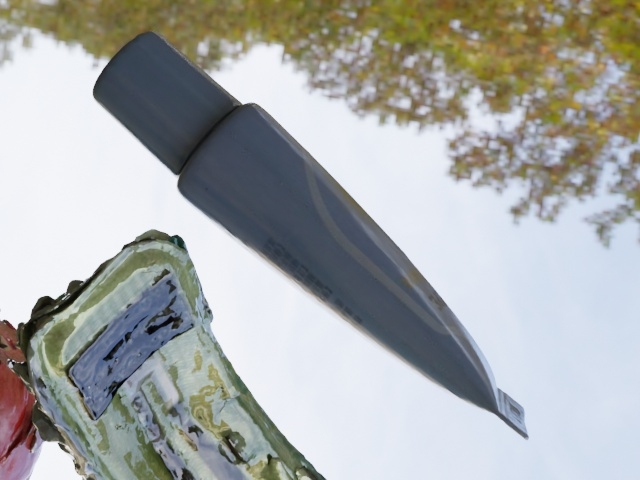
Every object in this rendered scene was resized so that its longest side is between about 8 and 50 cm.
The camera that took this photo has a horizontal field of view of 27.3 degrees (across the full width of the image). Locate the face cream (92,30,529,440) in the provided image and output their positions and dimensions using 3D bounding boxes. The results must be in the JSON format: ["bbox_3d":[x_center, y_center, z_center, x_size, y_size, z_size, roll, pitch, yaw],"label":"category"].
[{"bbox_3d":[0.000,0.000,0.933,0.086,0.385,0.135,-49,175,5],"label":"face cream"}]

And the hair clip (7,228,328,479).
[{"bbox_3d":[-0.093,0.126,0.842,0.091,0.138,0.321,24,-31,47],"label":"hair clip"}]

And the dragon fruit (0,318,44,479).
[{"bbox_3d":[-0.373,0.175,1.248,0.252,0.241,0.241,-36,-125,34],"label":"dragon fruit"}]
